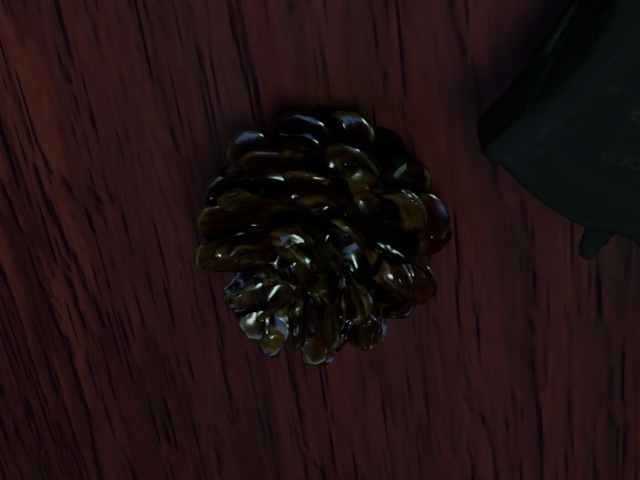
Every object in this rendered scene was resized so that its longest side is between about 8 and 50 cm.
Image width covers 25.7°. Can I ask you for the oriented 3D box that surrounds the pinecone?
[{"bbox_3d":[0.000,0.001,0.741,0.140,0.121,0.140,12,133,13],"label":"pinecone"}]

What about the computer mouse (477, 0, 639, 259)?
[{"bbox_3d":[0.168,-0.082,0.582,0.147,0.088,0.264,22,139,-9],"label":"computer mouse"}]
